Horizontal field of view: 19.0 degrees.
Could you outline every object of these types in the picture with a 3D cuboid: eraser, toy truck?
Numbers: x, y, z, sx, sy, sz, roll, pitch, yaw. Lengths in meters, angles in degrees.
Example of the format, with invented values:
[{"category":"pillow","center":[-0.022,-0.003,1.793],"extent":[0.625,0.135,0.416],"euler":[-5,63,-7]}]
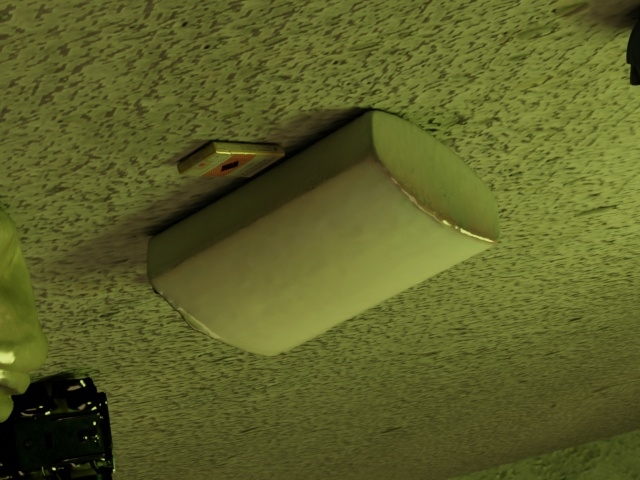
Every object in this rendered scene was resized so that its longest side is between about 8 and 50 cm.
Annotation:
[{"category":"eraser","center":[0.000,0.000,1.668],"extent":[0.270,0.095,0.174],"euler":[-28,137,34]},{"category":"toy truck","center":[-0.355,0.225,2.052],"extent":[0.257,0.127,0.127],"euler":[-6,175,-35]}]

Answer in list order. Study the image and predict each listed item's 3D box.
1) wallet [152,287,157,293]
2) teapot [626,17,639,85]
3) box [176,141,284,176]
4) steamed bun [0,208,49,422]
[{"category":"wallet","center":[-0.028,0.003,1.813],"extent":[0.255,0.031,0.137],"euler":[-26,163,29]},{"category":"teapot","center":[0.312,-0.153,1.524],"extent":[0.108,0.111,0.149],"euler":[10,157,-33]},{"category":"box","center":[-0.073,-0.065,1.559],"extent":[0.046,0.012,0.083],"euler":[-28,163,36]},{"category":"steamed bun","center":[-0.343,0.110,1.500],"extent":[0.280,0.207,0.268],"euler":[-13,163,-25]}]
